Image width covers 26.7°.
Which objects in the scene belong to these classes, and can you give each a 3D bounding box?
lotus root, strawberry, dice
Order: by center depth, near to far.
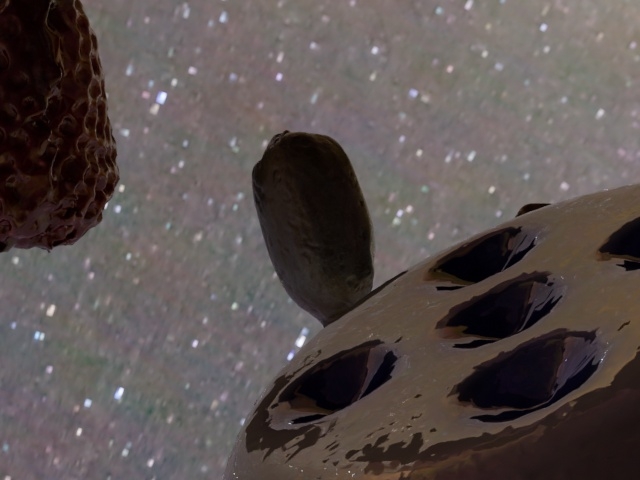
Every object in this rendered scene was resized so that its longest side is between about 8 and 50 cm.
[{"bbox_3d":[0.144,0.149,0.691,0.304,0.304,0.277,-34,-76,-37],"label":"dice"},{"bbox_3d":[0.000,0.000,1.119,0.088,0.113,0.192,-16,-88,-13],"label":"lotus root"},{"bbox_3d":[-0.265,-0.116,1.202,0.205,0.244,0.205,17,-158,-7],"label":"strawberry"}]

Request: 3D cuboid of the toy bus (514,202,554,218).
[{"bbox_3d":[0.212,0.072,1.078,0.098,0.114,0.201,4,-134,-26],"label":"toy bus"}]
